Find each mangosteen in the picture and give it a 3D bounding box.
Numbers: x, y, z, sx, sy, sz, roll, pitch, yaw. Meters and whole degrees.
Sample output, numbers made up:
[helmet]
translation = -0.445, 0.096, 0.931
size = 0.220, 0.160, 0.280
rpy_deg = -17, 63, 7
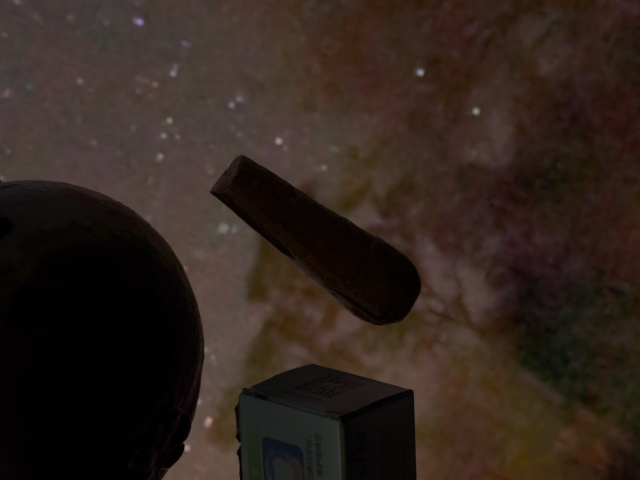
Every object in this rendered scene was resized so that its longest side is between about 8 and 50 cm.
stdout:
[mangosteen]
translation = -0.239, 0.084, 1.018
size = 0.297, 0.313, 0.297
rpy_deg = -53, 10, 13

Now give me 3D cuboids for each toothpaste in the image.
[toothpaste]
translation = 0.008, 0.243, 0.807
size = 0.067, 0.081, 0.337
rpy_deg = -16, -71, -44

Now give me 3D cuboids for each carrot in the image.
[carrot]
translation = 0.000, 0.000, 0.949
size = 0.055, 0.161, 0.055
rpy_deg = -44, 23, 23
